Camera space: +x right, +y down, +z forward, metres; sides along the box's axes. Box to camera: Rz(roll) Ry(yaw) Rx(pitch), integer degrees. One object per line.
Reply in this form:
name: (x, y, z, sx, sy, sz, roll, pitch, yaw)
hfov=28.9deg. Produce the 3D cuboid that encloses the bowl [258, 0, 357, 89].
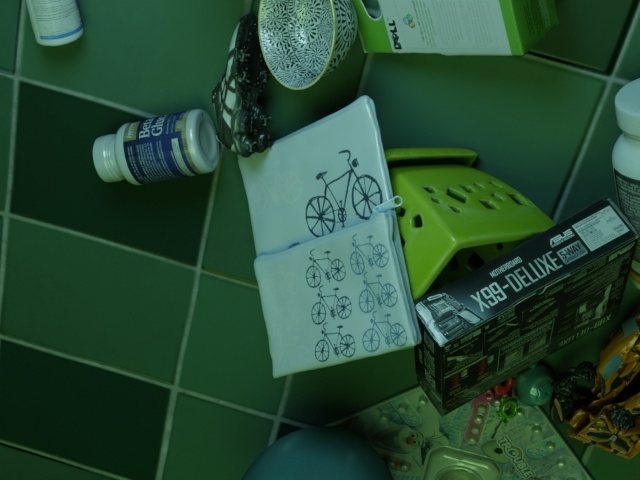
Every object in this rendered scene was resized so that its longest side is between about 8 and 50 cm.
bowl: (-0.003, -0.286, 1.648, 0.170, 0.080, 0.170, 16, 110, 52)

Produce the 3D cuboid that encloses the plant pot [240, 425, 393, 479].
plant pot: (-0.005, 0.434, 1.966, 0.293, 0.235, 0.293, 7, 122, 11)

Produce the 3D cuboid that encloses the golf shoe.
golf shoe: (-0.118, -0.218, 1.736, 0.094, 0.077, 0.198, 15, 107, 42)

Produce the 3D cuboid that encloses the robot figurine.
robot figurine: (0.473, 0.212, 1.846, 0.211, 0.085, 0.291, 22, 120, -15)

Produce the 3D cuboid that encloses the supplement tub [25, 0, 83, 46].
supplement tub: (-0.374, -0.331, 1.731, 0.071, 0.071, 0.107, 1, 122, 13)

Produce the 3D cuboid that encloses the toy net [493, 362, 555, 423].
toy net: (0.303, 0.156, 1.871, 0.122, 0.045, 0.232, -13, 112, -20)

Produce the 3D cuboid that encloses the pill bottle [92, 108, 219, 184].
pill bottle: (-0.241, -0.132, 1.810, 0.169, 0.094, 0.094, -9, 119, 18)

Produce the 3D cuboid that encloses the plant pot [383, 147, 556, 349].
plant pot: (0.146, -0.002, 1.708, 0.207, 0.227, 0.228, 53, 129, 28)

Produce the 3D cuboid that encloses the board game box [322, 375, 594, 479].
board game box: (0.230, 0.407, 2.063, 0.390, 0.050, 0.390, -27, 111, 27)

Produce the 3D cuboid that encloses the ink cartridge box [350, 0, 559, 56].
ink cartridge box: (0.155, -0.340, 1.592, 0.255, 0.097, 0.189, 9, 128, 41)

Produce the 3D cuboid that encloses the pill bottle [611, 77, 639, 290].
pill bottle: (0.471, -0.071, 1.639, 0.162, 0.162, 0.278, -6, 120, 17)

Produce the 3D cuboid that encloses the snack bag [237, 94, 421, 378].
snack bag: (0.000, 0.000, 1.688, 0.323, 0.037, 0.343, -19, 79, 52)

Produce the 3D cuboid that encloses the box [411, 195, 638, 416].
box: (0.274, 0.096, 1.691, 0.307, 0.076, 0.242, -28, 152, -9)
